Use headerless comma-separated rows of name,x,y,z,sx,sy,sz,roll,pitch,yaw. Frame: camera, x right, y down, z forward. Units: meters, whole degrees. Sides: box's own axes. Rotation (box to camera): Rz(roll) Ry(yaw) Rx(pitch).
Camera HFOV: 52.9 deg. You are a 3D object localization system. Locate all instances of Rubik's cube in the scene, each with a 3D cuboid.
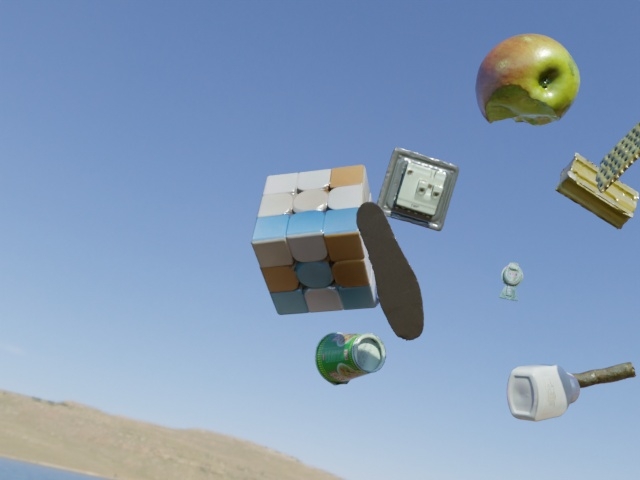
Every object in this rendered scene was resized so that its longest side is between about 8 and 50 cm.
Rubik's cube,0.000,0.000,2.087,0.344,0.347,0.346,-6,-51,11

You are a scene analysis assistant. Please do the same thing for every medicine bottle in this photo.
medicine bottle,0.689,0.464,1.982,0.296,0.161,0.111,6,-8,-44

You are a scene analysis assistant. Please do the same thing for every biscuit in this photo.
biscuit,0.707,-0.207,1.485,0.016,0.144,0.203,35,-66,-7

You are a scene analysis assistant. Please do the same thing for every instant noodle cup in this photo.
instant noodle cup,0.123,0.433,2.402,0.207,0.207,0.233,23,-25,-25

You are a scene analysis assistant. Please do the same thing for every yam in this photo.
yam,0.948,0.469,2.213,0.253,0.061,0.061,-19,-35,25

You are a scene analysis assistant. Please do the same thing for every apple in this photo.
apple,0.517,-0.386,1.605,0.246,0.246,0.226,23,8,-24

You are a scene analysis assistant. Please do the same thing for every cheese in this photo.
cheese,0.602,0.129,2.028,0.067,0.120,0.026,11,-14,11

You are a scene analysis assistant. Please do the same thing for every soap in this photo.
soap,0.831,-0.147,1.934,0.233,0.135,0.076,35,-40,2

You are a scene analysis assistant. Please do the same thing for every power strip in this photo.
power strip,0.350,-0.182,2.298,0.257,0.251,0.092,16,6,-2

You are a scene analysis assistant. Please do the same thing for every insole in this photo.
insole,0.155,0.065,1.437,0.111,0.327,0.007,-26,-12,33
